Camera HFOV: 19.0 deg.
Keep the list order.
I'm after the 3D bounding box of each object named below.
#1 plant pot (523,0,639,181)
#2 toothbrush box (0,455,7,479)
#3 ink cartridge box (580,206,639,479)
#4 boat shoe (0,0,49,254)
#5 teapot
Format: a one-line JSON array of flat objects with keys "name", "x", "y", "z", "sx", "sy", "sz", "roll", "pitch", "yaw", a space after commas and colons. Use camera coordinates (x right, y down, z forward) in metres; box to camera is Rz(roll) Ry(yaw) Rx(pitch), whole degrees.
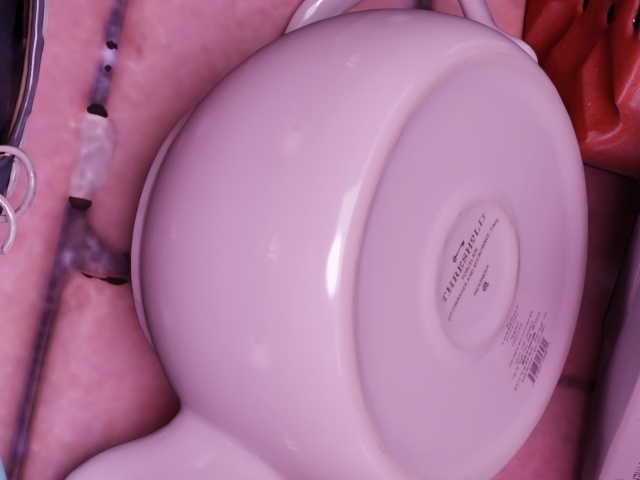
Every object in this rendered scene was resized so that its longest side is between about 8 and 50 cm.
[{"name": "plant pot", "x": 0.263, "y": -0.119, "z": 1.008, "sx": 0.265, "sy": 0.272, "sz": 0.272, "roll": 11, "pitch": 80, "yaw": -13}, {"name": "toothbrush box", "x": -0.223, "y": 0.186, "z": 0.755, "sx": 0.216, "sy": 0.126, "sz": 0.295, "roll": -6, "pitch": 52, "yaw": -24}, {"name": "ink cartridge box", "x": 0.339, "y": 0.071, "z": 0.914, "sx": 0.395, "sy": 0.270, "sz": 0.151, "roll": 11, "pitch": 64, "yaw": 5}, {"name": "boat shoe", "x": -0.179, "y": -0.044, "z": 0.896, "sx": 0.095, "sy": 0.079, "sz": 0.254, "roll": 21, "pitch": 77, "yaw": -21}, {"name": "teapot", "x": 0.000, "y": 0.000, "z": 0.920, "sx": 0.256, "sy": 0.187, "sz": 0.252, "roll": -21, "pitch": 113, "yaw": -49}]
